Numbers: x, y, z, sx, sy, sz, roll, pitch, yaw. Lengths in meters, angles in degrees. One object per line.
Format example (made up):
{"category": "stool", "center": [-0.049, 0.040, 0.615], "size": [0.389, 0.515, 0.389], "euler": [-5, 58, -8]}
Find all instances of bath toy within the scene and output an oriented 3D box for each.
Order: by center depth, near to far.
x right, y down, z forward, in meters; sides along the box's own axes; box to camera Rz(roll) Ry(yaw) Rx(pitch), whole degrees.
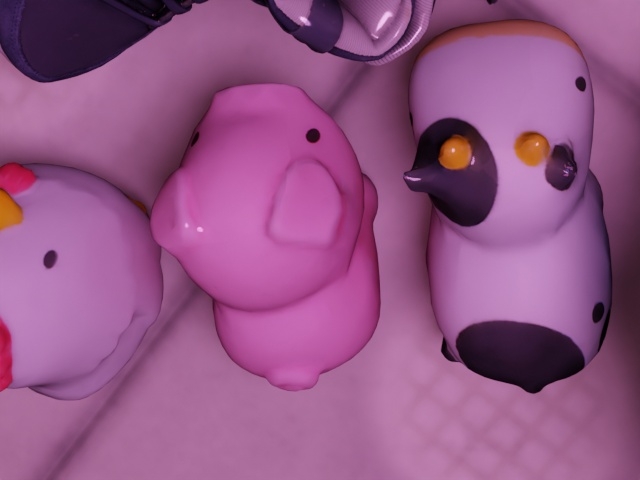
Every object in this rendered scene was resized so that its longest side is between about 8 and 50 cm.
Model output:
{"category": "bath toy", "center": [0.000, 0.000, 0.697], "size": [0.348, 0.129, 0.151], "euler": [-7, 103, 13]}

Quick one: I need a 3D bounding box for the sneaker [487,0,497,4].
{"category": "sneaker", "center": [0.061, -0.177, 0.656], "size": [0.051, 0.089, 0.170], "euler": [-8, 104, 5]}

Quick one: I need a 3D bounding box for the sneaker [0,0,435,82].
{"category": "sneaker", "center": [-0.044, -0.102, 0.649], "size": [0.086, 0.163, 0.226], "euler": [20, 127, -38]}
